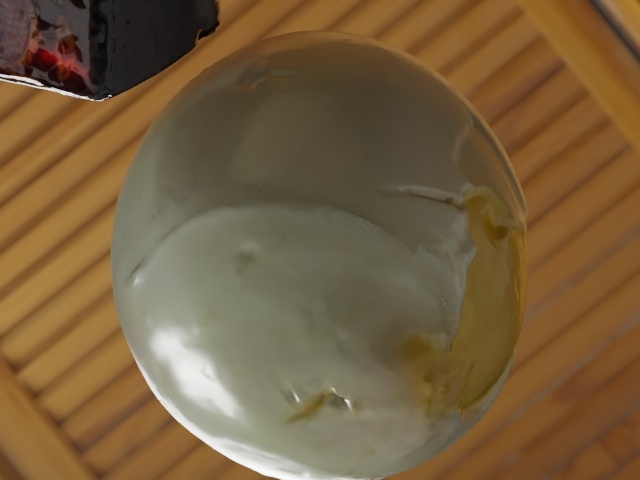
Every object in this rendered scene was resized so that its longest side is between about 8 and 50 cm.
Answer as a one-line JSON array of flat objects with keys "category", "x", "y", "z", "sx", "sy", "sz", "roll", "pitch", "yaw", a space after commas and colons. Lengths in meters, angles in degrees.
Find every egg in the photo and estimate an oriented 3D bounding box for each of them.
[{"category": "egg", "x": 0.000, "y": 0.000, "z": 1.340, "sx": 0.283, "sy": 0.283, "sz": 0.345, "roll": -40, "pitch": -153, "yaw": 24}]

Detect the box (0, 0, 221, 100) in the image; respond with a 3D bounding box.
[{"category": "box", "x": -0.242, "y": -0.235, "z": 0.885, "sx": 0.116, "sy": 0.415, "sz": 0.264, "roll": -44, "pitch": 142, "yaw": -56}]
